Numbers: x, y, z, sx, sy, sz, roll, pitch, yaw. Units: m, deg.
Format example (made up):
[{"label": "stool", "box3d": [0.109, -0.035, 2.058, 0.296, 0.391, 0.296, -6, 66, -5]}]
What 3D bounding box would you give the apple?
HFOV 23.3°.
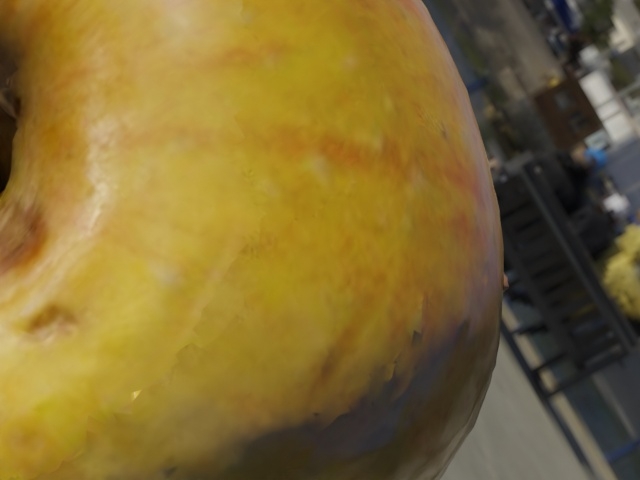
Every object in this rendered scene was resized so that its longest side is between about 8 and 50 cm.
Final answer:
[{"label": "apple", "box3d": [-0.085, 0.005, 0.538, 0.299, 0.299, 0.275, 62, -1, 12]}]
